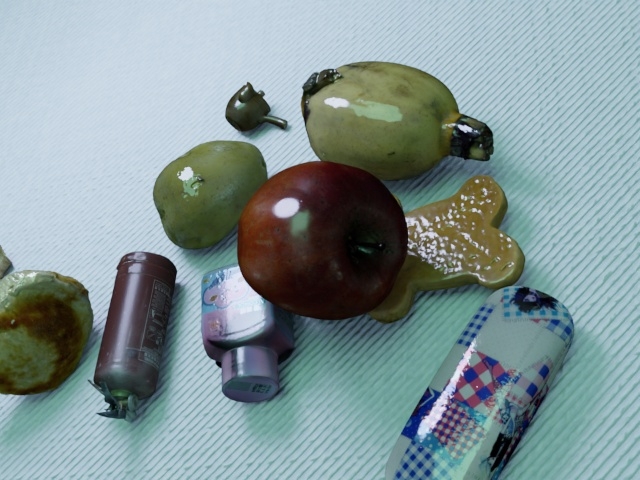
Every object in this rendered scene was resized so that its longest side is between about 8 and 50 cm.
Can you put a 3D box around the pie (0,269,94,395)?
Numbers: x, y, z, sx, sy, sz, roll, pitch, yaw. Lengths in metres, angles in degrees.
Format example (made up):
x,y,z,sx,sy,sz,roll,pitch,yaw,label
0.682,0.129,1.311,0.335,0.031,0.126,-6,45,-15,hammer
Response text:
x,y,z,sx,sy,sz,roll,pitch,yaw,label
-0.437,0.139,1.375,0.084,0.179,0.205,29,78,41,pie

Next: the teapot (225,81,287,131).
x,y,z,sx,sy,sz,roll,pitch,yaw,label
-0.109,-0.220,1.554,0.110,0.085,0.080,37,77,17,teapot

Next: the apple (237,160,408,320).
x,y,z,sx,sy,sz,roll,pitch,yaw,label
0.002,0.000,1.206,0.233,0.234,0.234,-12,53,16,apple

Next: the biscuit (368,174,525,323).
x,y,z,sx,sy,sz,roll,pitch,yaw,label
0.115,0.021,1.303,0.339,0.047,0.216,-18,49,17,biscuit

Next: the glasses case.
x,y,z,sx,sy,sz,roll,pitch,yaw,label
0.198,0.198,1.124,0.125,0.076,0.327,22,67,35,glasses case

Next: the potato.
x,y,z,sx,sy,sz,roll,pitch,yaw,label
-0.171,-0.079,1.448,0.194,0.157,0.157,-29,49,-15,potato

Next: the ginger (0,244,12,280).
x,y,z,sx,sy,sz,roll,pitch,yaw,label
-0.559,0.040,1.593,0.048,0.030,0.097,-42,42,28,ginger

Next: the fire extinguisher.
x,y,z,sx,sy,sz,roll,pitch,yaw,label
-0.282,0.149,1.348,0.104,0.105,0.269,-7,55,19,fire extinguisher

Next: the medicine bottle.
x,y,z,sx,sy,sz,roll,pitch,yaw,label
-0.104,0.129,1.291,0.119,0.094,0.188,-15,53,13,medicine bottle

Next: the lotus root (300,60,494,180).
x,y,z,sx,sy,sz,roll,pitch,yaw,label
0.118,-0.175,1.363,0.309,0.183,0.183,12,63,27,lotus root
